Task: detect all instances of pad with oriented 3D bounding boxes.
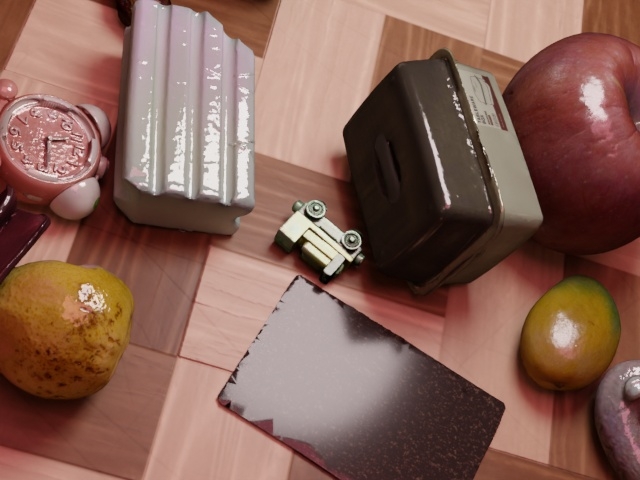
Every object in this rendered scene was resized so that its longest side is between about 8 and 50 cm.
[{"bbox_3d":[0.058,0.206,1.385,0.330,0.004,0.220,33,56,2],"label":"pad"}]

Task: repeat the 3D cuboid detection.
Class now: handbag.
[{"bbox_3d":[-0.417,0.038,1.209,0.074,0.216,0.203,49,54,-22],"label":"handbag"}]

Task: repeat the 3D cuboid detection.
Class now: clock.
[{"bbox_3d":[-0.351,-0.110,1.391,0.162,0.093,0.166,15,57,-20],"label":"clock"}]

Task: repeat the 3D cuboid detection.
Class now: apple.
[{"bbox_3d":[0.372,-0.133,1.535,0.305,0.235,0.306,15,64,-35],"label":"apple"}]

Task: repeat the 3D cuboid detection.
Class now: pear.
[{"bbox_3d":[-0.299,0.094,1.239,0.178,0.178,0.178,8,59,-14],"label":"pear"}]

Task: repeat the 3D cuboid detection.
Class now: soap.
[{"bbox_3d":[-0.179,-0.163,1.448,0.173,0.095,0.289,8,64,-20],"label":"soap"}]

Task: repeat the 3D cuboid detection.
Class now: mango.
[{"bbox_3d":[0.340,0.120,1.479,0.130,0.092,0.195,21,46,4],"label":"mango"}]

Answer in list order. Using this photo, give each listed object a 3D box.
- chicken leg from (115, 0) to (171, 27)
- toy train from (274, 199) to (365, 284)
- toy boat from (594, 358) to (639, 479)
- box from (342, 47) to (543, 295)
[{"bbox_3d":[-0.250,-0.365,1.581,0.105,0.063,0.234,5,62,-11],"label":"chicken leg"},{"bbox_3d":[0.000,0.000,1.459,0.122,0.050,0.081,41,62,7],"label":"toy train"},{"bbox_3d":[0.446,0.255,1.404,0.155,0.085,0.227,-30,71,0],"label":"toy boat"},{"bbox_3d":[0.156,-0.088,1.462,0.166,0.220,0.290,3,59,-30],"label":"box"}]
